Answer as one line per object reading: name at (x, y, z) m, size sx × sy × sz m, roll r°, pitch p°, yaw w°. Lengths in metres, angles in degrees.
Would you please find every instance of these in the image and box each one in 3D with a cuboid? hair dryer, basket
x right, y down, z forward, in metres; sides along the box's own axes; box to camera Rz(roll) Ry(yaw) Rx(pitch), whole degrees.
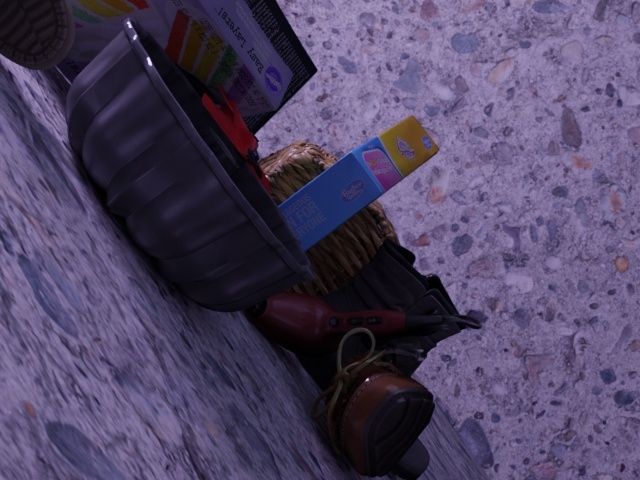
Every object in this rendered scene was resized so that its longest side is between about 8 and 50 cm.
hair dryer at (0.038, 0.097, 1.798) m, size 0.223 × 0.293 × 0.080 m, roll 134°, pitch -43°, yaw -61°
basket at (0.000, 0.000, 2.110) m, size 0.299 × 0.213 × 0.223 m, roll 55°, pitch 4°, yaw -8°

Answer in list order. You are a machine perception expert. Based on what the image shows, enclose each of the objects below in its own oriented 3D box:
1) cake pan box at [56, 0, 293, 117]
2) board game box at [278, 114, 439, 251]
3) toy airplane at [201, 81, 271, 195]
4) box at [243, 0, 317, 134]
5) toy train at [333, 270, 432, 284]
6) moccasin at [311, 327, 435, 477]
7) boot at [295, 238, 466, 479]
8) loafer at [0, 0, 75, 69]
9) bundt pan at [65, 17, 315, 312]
cake pan box at (-0.195, -0.231, 1.587) m, size 0.267 × 0.245 × 0.070 m, roll 54°, pitch 44°, yaw -36°
board game box at (0.011, -0.048, 1.801) m, size 0.064 × 0.242 × 0.316 m, roll 54°, pitch 21°, yaw 0°
toy airplane at (-0.089, -0.119, 1.531) m, size 0.151 × 0.028 × 0.151 m, roll 56°, pitch 2°, yaw -4°
box at (-0.215, -0.365, 2.268) m, size 0.293 × 0.212 × 0.395 m, roll 44°, pitch -3°, yaw 22°
toy train at (0.044, 0.044, 2.224) m, size 0.143 × 0.248 × 0.105 m, roll 47°, pitch 41°, yaw -18°
moccasin at (0.061, 0.199, 1.727) m, size 0.147 × 0.139 × 0.380 m, roll 38°, pitch 3°, yaw 8°
boot at (0.121, 0.177, 1.984) m, size 0.338 × 0.222 × 0.118 m, roll 53°, pitch 3°, yaw -28°
loafer at (-0.321, -0.281, 1.355) m, size 0.268 × 0.102 × 0.092 m, roll 55°, pitch 9°, yaw 3°
bundt pan at (-0.148, -0.063, 1.444) m, size 0.331 × 0.124 × 0.331 m, roll 55°, pitch 3°, yaw -4°
